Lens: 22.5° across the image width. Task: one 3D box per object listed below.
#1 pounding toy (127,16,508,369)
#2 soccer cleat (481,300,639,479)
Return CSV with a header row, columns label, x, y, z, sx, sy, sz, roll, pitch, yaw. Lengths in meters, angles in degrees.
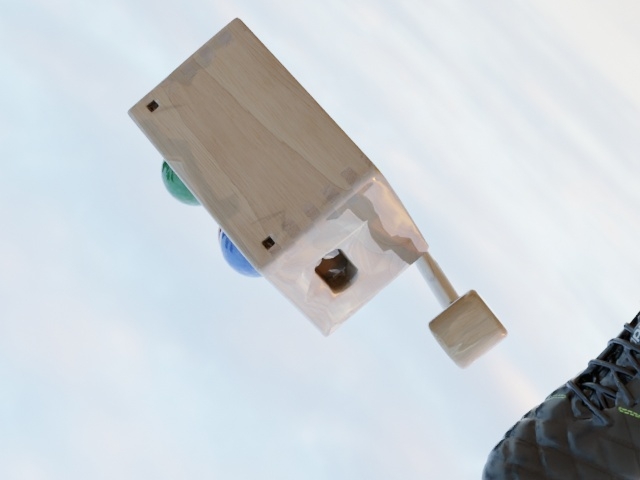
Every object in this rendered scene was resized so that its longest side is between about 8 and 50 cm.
label,x,y,z,sx,sy,sz,roll,pitch,yaw
pounding toy,0.006,0.007,0.904,0.206,0.094,0.181,49,180,25
soccer cleat,0.132,0.040,0.594,0.060,0.179,0.072,49,166,56
